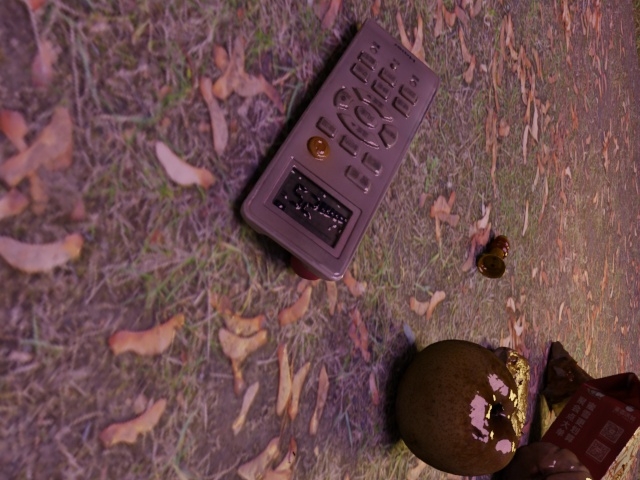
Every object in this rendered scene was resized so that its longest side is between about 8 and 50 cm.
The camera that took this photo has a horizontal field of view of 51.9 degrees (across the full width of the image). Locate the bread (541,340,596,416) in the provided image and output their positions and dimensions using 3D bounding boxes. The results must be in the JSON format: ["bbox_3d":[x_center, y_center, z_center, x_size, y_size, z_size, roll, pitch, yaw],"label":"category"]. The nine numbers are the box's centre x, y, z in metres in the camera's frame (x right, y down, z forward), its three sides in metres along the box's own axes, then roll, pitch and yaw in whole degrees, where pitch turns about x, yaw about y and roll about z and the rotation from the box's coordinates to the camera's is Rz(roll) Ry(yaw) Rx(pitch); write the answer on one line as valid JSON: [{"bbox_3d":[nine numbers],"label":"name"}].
[{"bbox_3d":[0.567,0.316,1.483,0.152,0.127,0.147,-82,151,-43],"label":"bread"}]

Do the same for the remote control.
[{"bbox_3d":[0.028,-0.102,0.661,0.109,0.055,0.313,38,56,-13],"label":"remote control"}]

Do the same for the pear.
[{"bbox_3d":[0.173,0.206,0.826,0.167,0.137,0.167,8,77,-39],"label":"pear"}]

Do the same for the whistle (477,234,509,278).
[{"bbox_3d":[0.300,0.030,1.107,0.109,0.046,0.057,-39,108,-57],"label":"whistle"}]

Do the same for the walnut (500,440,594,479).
[{"bbox_3d":[0.408,0.466,1.179,0.178,0.178,0.230,-65,150,-32],"label":"walnut"}]

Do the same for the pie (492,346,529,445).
[{"bbox_3d":[0.322,0.279,1.144,0.195,0.046,0.195,-7,98,-56],"label":"pie"}]

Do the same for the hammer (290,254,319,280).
[{"bbox_3d":[0.000,0.000,0.640,0.083,0.043,0.043,-61,138,-34],"label":"hammer"}]

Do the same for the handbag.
[{"bbox_3d":[0.574,0.411,1.363,0.298,0.151,0.171,-50,136,-11],"label":"handbag"}]
